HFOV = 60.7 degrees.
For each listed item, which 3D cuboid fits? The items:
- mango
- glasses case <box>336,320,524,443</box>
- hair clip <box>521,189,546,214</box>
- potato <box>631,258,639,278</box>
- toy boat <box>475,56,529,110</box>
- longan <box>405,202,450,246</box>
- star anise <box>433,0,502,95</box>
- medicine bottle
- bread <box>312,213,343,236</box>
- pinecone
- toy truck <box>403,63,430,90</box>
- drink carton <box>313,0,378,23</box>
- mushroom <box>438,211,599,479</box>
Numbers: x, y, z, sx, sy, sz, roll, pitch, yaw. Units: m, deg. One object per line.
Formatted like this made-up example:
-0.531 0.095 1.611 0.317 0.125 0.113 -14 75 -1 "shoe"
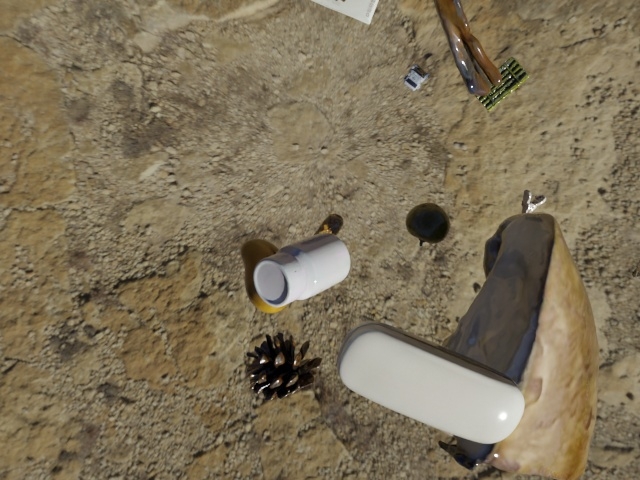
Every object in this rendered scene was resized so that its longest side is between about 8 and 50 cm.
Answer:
-0.111 0.067 1.120 0.102 0.184 0.085 -33 138 11 "mango"
0.116 0.151 0.580 0.204 0.051 0.080 25 104 -3 "glasses case"
0.594 -0.042 1.606 0.072 0.034 0.225 5 116 -18 "hair clip"
0.484 0.029 0.743 0.061 0.122 0.086 48 132 10 "potato"
0.407 -0.353 1.235 0.115 0.016 0.063 -43 77 32 "toy boat"
0.180 -0.024 0.926 0.075 0.075 0.083 16 124 -3 "longan"
0.172 -0.283 0.412 0.238 0.148 0.346 25 112 19 "star anise"
-0.016 0.026 0.501 0.052 0.089 0.052 12 111 35 "medicine bottle"
0.000 0.000 1.285 0.044 0.052 0.157 40 110 8 "bread"
-0.124 0.383 1.681 0.229 0.202 0.201 -36 84 -34 "pinecone"
0.270 -0.457 1.548 0.052 0.123 0.062 38 117 1 "toy truck"
0.090 -0.699 1.251 0.194 0.132 0.324 20 130 -7 "drink carton"
0.361 0.168 0.889 0.314 0.224 0.396 21 87 -24 "mushroom"
